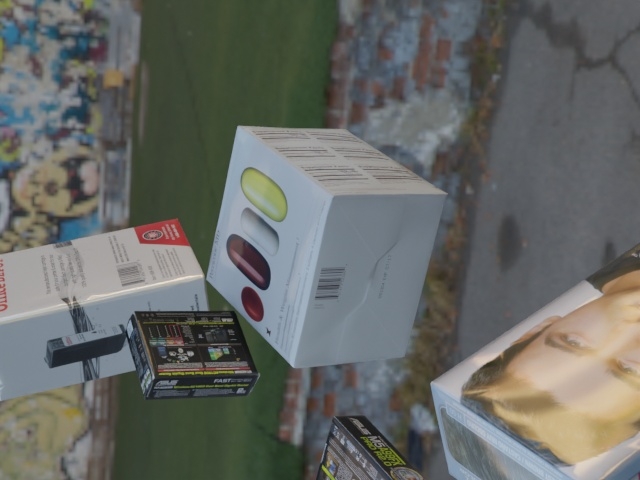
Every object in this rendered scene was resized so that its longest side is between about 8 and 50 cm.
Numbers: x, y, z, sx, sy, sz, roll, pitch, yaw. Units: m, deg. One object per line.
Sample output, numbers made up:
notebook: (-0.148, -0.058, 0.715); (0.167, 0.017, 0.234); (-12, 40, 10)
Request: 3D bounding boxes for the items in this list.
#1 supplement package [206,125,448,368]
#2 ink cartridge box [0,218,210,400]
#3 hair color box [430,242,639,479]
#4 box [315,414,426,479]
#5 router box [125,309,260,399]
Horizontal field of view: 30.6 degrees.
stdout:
supplement package: (0.000, 0.000, 1.256); (0.203, 0.149, 0.194); (39, 122, 50)
ink cartridge box: (-0.289, 0.082, 1.479); (0.197, 0.273, 0.114); (-126, 28, -62)
hair color box: (0.300, 0.107, 1.004); (0.185, 0.374, 0.113); (30, 143, 49)
box: (0.079, 0.421, 1.756); (0.270, 0.060, 0.216); (40, 122, 53)
router box: (-0.136, 0.120, 1.239); (0.038, 0.122, 0.092); (-63, 38, 38)
